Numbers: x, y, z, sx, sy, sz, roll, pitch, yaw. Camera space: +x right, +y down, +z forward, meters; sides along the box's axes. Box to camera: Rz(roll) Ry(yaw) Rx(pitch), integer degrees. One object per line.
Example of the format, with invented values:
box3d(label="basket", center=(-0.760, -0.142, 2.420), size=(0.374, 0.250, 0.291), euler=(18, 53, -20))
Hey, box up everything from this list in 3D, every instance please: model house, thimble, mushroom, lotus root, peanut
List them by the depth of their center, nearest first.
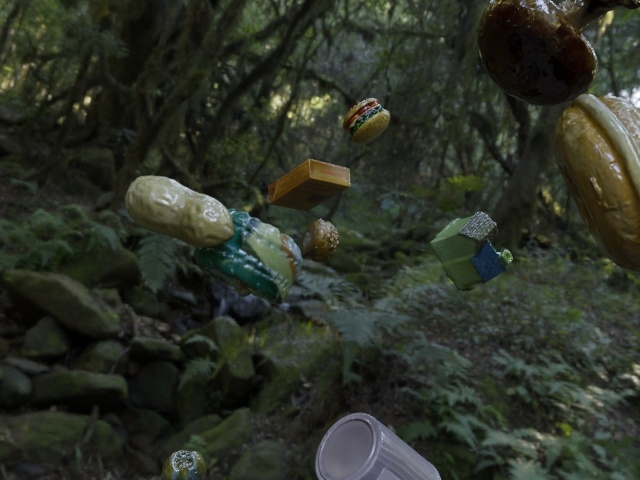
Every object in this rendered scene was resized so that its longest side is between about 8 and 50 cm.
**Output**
box3d(label="peanut", center=(-0.339, -0.067, 1.559), size=(0.319, 0.147, 0.148), euler=(23, 2, 30))
box3d(label="lotus root", center=(-0.346, 0.608, 1.694), size=(0.113, 0.192, 0.088), euler=(-5, 36, -19))
box3d(label="thimble", center=(-0.179, 0.047, 1.707), size=(0.254, 0.167, 0.288), euler=(25, -13, 14))
box3d(label="mushroom", center=(0.586, -0.547, 1.747), size=(0.331, 0.356, 0.334), euler=(22, 1, -8))
box3d(label="model house", center=(0.497, 0.028, 2.088), size=(0.195, 0.214, 0.189), euler=(-36, 6, -33))

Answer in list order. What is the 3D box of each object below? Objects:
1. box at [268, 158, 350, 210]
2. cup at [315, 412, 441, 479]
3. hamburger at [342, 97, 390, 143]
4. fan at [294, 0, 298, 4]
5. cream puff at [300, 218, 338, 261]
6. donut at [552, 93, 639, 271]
box3d(label="box", center=(-0.045, -0.192, 2.379), size=(0.174, 0.076, 0.274), euler=(11, -23, -33))
box3d(label="cup", center=(0.149, 0.592, 1.622), size=(0.273, 0.208, 0.288), euler=(45, 13, -28))
box3d(label="hamburger", center=(0.154, -0.397, 2.231), size=(0.115, 0.162, 0.162), euler=(54, 5, 11))
box3d(label="fan", center=(0.023, -0.679, 1.715), size=(0.009, 0.329, 0.191), euler=(43, -36, -8))
box3d(label="cream puff", center=(0.003, 0.003, 2.132), size=(0.103, 0.126, 0.144), euler=(15, -40, -25))
box3d(label="donut", center=(0.673, -0.124, 1.497), size=(0.198, 0.448, 0.449), euler=(-26, -15, 14))
